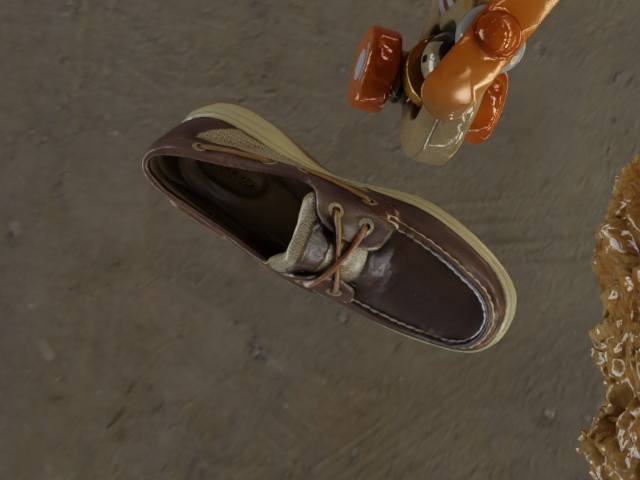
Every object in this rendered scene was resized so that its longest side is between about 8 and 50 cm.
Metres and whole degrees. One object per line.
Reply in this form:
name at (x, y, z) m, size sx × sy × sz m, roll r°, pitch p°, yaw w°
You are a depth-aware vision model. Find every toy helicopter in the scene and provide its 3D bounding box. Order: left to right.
toy helicopter at (0.148, -0.235, 1.362) m, size 0.140 × 0.235 × 0.355 m, roll 17°, pitch 105°, yaw -10°

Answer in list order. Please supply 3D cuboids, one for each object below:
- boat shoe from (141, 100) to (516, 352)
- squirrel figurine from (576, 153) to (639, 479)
boat shoe at (0.000, 0.000, 1.277) m, size 0.342 × 0.123 × 0.123 m, roll 34°, pitch 117°, yaw 11°
squirrel figurine at (0.324, 0.006, 0.819) m, size 0.397 × 0.281 × 0.370 m, roll 3°, pitch 87°, yaw 28°
